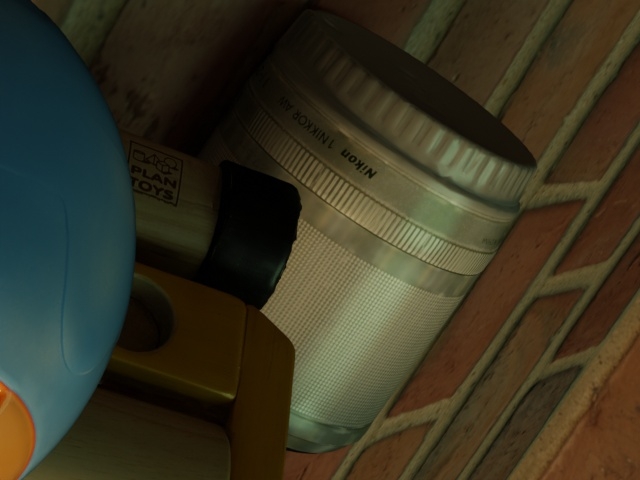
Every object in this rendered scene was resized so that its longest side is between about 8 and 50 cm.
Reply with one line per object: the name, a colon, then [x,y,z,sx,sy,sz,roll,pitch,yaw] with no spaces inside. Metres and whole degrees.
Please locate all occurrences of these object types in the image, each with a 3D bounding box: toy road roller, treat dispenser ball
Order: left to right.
treat dispenser ball: [-0.226,-0.002,0.799,0.288,0.288,0.288,-40,156,-22]
toy road roller: [-0.151,0.090,1.087,0.240,0.202,0.330,-51,-154,45]

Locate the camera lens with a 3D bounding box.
camera lens: [0.000,0.000,1.319,0.274,0.219,0.219,-55,157,14]
